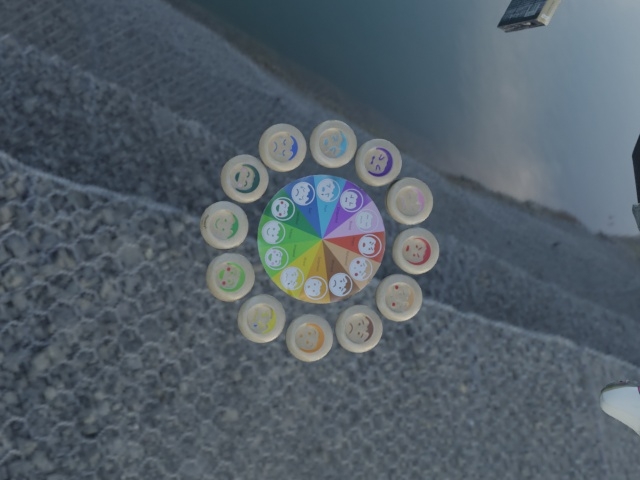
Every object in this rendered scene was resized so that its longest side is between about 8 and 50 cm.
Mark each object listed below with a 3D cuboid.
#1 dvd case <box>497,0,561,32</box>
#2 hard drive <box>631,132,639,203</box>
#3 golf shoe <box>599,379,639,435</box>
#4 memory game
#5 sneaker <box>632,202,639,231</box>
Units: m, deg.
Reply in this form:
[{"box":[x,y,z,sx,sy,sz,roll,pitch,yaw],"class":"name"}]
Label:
[{"box":[0.260,-0.316,1.062,0.018,0.221,0.164,28,6,-7],"class":"dvd case"},{"box":[0.483,-0.152,1.378,0.254,0.054,0.172,104,-2,-45],"class":"hard drive"},{"box":[0.413,0.227,1.219,0.086,0.186,0.067,-57,160,-32],"class":"golf shoe"},{"box":[0.000,0.000,0.788,0.012,0.186,0.186,175,-105,-83],"class":"memory game"},{"box":[0.273,-0.061,0.630,0.086,0.229,0.132,15,46,-34],"class":"sneaker"}]
